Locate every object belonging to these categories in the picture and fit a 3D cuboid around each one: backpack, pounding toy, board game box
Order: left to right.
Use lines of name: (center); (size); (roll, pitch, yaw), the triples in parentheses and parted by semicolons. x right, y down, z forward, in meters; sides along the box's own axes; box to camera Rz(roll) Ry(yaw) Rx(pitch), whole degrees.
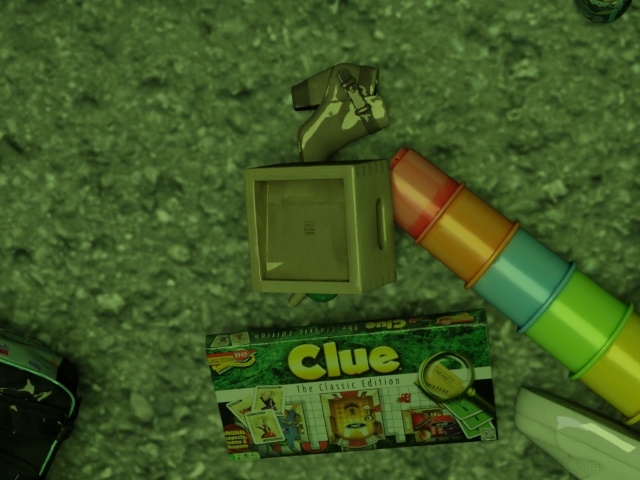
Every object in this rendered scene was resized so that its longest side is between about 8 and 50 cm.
backpack: (-0.338, 0.155, 1.137); (0.188, 0.144, 0.165); (23, 101, -19)
pounding toy: (0.000, 0.000, 1.086); (0.130, 0.100, 0.141); (0, 98, 30)
board game box: (0.031, 0.137, 1.133); (0.260, 0.030, 0.136); (-6, 116, 7)

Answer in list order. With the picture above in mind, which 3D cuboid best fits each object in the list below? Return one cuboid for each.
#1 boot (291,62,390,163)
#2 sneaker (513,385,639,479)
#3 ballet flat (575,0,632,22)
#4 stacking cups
boot: (0.021, -0.105, 1.125); (0.087, 0.042, 0.118); (-8, 96, 5)
sneaker: (0.280, 0.262, 1.101); (0.293, 0.108, 0.169); (28, 95, 2)
ballet flat: (0.241, -0.287, 1.068); (0.070, 0.070, 0.188); (-16, 94, 8)
stacking cups: (0.177, 0.039, 1.098); (0.316, 0.096, 0.096); (36, 99, 3)
